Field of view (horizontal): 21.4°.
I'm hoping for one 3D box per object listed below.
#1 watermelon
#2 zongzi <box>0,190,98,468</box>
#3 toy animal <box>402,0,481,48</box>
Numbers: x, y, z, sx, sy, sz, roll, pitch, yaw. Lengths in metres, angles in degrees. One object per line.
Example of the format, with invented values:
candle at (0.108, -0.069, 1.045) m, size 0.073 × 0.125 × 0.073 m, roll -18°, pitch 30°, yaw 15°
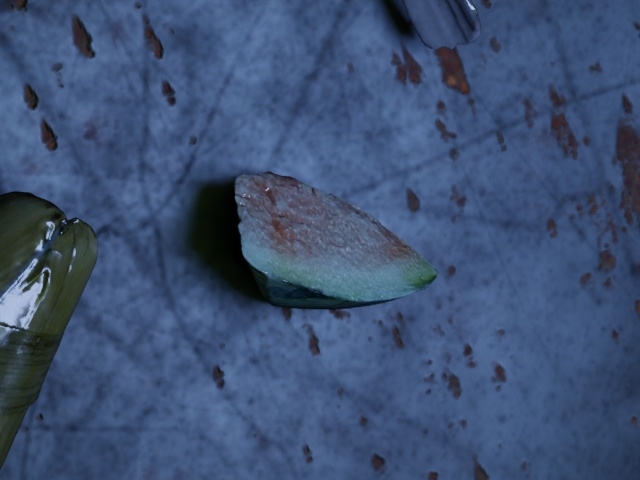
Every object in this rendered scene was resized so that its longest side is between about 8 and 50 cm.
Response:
watermelon at (0.001, 0.010, 1.175) m, size 0.180 × 0.081 × 0.094 m, roll 26°, pitch 66°, yaw -37°
zongzi at (-0.278, 0.044, 1.033) m, size 0.242 × 0.112 × 0.221 m, roll 27°, pitch 83°, yaw -20°
toy animal at (0.007, -0.310, 1.128) m, size 0.206 × 0.081 × 0.367 m, roll -6°, pitch 87°, yaw -41°
